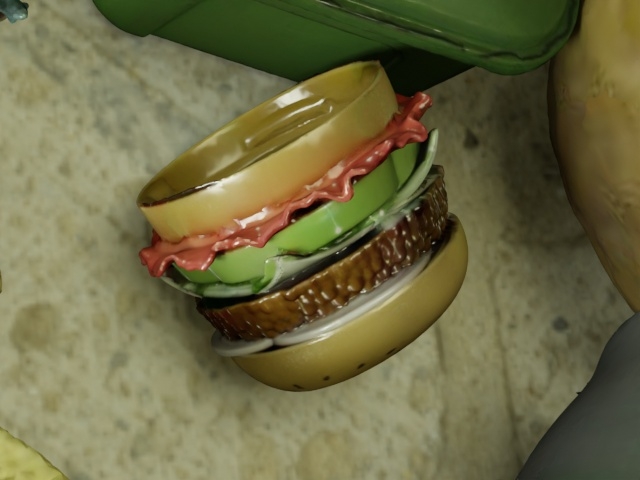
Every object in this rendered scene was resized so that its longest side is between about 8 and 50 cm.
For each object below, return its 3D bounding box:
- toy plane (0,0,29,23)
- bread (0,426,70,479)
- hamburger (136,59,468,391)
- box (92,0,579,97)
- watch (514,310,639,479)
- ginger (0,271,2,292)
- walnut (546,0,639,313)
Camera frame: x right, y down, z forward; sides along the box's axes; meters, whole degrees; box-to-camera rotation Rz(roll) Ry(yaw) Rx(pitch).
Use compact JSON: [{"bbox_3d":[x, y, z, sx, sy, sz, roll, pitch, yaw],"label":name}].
[{"bbox_3d":[-0.208,-0.095,0.793,0.223,0.326,0.104,-7,100,-28],"label":"toy plane"},{"bbox_3d":[-0.245,0.186,0.816,0.236,0.198,0.263,30,56,22],"label":"bread"},{"bbox_3d":[-0.003,0.001,0.949,0.175,0.175,0.137,-36,107,-30],"label":"hamburger"},{"bbox_3d":[0.011,-0.243,1.019,0.253,0.178,0.328,17,70,-19],"label":"box"},{"bbox_3d":[0.232,0.205,0.933,0.327,0.335,0.314,39,61,7],"label":"watch"},{"bbox_3d":[-0.231,0.003,0.881,0.165,0.096,0.067,31,70,-49],"label":"ginger"},{"bbox_3d":[0.312,-0.073,1.027,0.381,0.381,0.381,8,71,-24],"label":"walnut"}]
